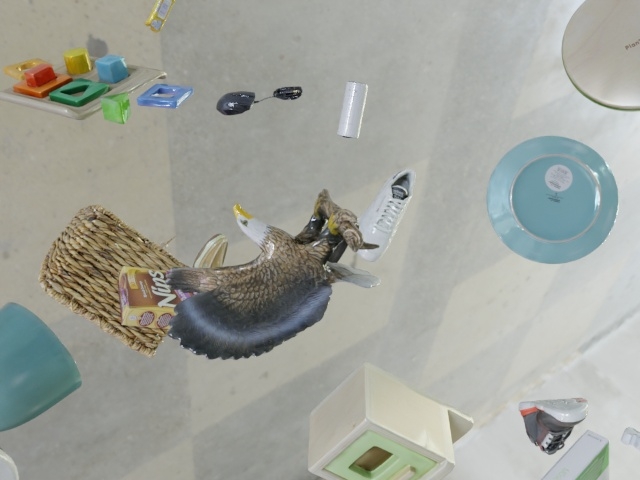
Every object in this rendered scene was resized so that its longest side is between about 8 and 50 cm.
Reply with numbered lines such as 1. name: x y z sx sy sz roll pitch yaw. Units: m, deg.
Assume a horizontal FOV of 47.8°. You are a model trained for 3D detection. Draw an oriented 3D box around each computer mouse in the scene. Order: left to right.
1. computer mouse: -0.162 -0.373 1.871 0.242 0.071 0.041 -9 131 15

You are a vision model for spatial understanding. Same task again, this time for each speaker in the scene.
1. speaker: 0.079 -0.319 1.776 0.055 0.055 0.136 3 99 -51

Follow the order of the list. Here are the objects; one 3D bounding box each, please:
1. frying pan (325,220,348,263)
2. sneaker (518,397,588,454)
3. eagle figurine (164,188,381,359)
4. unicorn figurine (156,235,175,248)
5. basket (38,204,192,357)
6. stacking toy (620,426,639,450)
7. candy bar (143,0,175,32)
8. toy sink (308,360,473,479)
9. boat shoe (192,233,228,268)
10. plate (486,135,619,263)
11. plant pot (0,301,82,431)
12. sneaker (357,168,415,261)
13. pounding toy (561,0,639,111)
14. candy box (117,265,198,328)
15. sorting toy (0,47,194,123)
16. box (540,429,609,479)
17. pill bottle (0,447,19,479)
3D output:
1. frying pan: -0.017 0.024 1.592 0.197 0.053 0.326 -53 161 3
2. sneaker: 0.280 0.221 0.854 0.061 0.064 0.158 -4 167 2
3. eagle figurine: -0.076 0.047 1.080 0.298 0.225 0.226 -43 158 1
4. unicorn figurine: -0.459 0.019 1.917 0.111 0.162 0.060 86 14 -75
5. basket: -0.464 0.092 1.606 0.299 0.214 0.223 38 69 -26
6. stacking toy: 0.529 0.218 1.094 0.221 0.052 0.166 -4 113 -56
7. candy bar: -0.262 -0.439 1.259 0.040 0.018 0.161 13 106 -60
8. toy sink: 0.119 0.327 1.145 0.234 0.131 0.152 31 121 -19
9. boat shoe: -0.227 0.074 1.505 0.068 0.072 0.189 -24 148 -53
10. plate: 0.334 -0.060 1.034 0.188 0.188 0.024 -46 175 2
11. plant pot: -0.798 0.342 1.827 0.235 0.293 0.292 -43 154 -37
12. sneaker: 0.146 -0.060 1.611 0.235 0.090 0.095 -66 -171 -26
13. pounding toy: 0.447 -0.243 0.959 0.110 0.237 0.182 31 65 -66
14. candy box: -0.281 0.112 1.359 0.187 0.109 0.053 7 130 -28
15. sorting toy: -0.356 -0.241 1.060 0.196 0.348 0.047 -43 140 -46
16. box: 0.519 0.582 1.507 0.232 0.059 0.321 -32 127 -29
17. pill bottle: -0.433 0.245 0.797 0.118 0.209 0.117 -18 115 -45
